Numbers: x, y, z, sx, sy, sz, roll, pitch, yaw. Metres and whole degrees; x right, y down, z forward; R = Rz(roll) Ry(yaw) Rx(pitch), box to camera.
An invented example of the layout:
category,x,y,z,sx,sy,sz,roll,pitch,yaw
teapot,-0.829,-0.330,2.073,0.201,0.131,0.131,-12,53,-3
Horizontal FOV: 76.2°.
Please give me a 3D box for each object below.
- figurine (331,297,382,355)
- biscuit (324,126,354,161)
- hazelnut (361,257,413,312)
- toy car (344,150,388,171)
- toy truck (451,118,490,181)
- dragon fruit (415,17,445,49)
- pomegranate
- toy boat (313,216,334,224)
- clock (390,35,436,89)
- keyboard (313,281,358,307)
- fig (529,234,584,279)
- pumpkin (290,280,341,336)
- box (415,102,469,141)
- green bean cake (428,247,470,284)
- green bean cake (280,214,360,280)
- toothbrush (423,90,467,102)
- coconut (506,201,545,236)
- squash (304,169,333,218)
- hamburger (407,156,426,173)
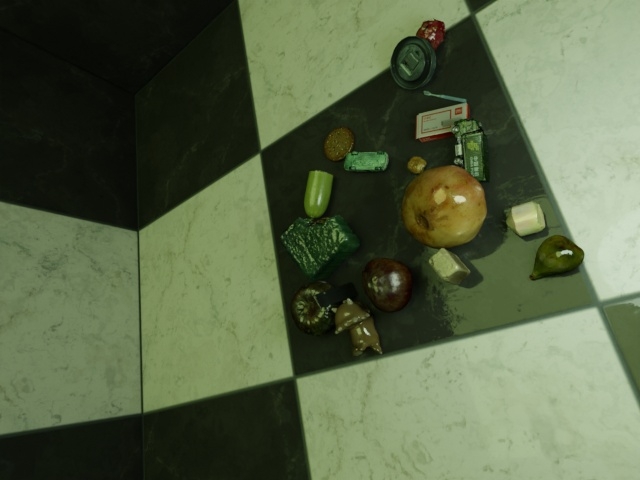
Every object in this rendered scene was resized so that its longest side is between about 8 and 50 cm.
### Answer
category,x,y,z,sx,sy,sz,roll,pitch,yaw
figurine,0.148,0.377,1.784,0.177,0.173,0.247,-16,70,33
biscuit,0.097,-0.502,2.125,0.187,0.027,0.188,-10,73,36
hazelnut,0.282,0.179,1.712,0.218,0.218,0.234,-38,57,24
toy car,0.225,-0.375,1.969,0.224,0.076,0.090,6,81,30
toy truck,0.604,-0.359,1.644,0.121,0.088,0.259,-5,89,37
dragon fruit,0.493,-0.931,1.871,0.133,0.136,0.166,47,128,25
pomegranate,0.488,-0.131,1.582,0.338,0.338,0.339,-10,73,35
toy boat,0.020,-0.093,2.070,0.149,0.049,0.047,-5,75,36
clock,0.424,-0.815,1.875,0.226,0.049,0.226,25,127,39
keyboard,0.070,0.249,1.849,0.072,0.231,0.023,58,139,22
fig,0.798,0.072,1.403,0.133,0.126,0.185,45,103,21
pumpkin,-0.028,0.320,1.920,0.260,0.189,0.261,-8,76,35
box,0.532,-0.512,1.786,0.229,0.050,0.123,-2,78,36
green bean cake,0.500,0.103,1.582,0.085,0.179,0.109,-44,60,19
green bean cake,0.000,0.000,1.972,0.308,0.169,0.300,-45,66,23
toothbrush,0.553,-0.642,1.821,0.219,0.019,0.016,31,93,38
coconut,0.741,-0.075,1.488,0.122,0.116,0.116,-15,71,36
squash,-0.016,-0.228,2.082,0.132,0.132,0.247,8,86,38
hamburger,0.430,-0.336,1.825,0.083,0.044,0.076,32,99,35
